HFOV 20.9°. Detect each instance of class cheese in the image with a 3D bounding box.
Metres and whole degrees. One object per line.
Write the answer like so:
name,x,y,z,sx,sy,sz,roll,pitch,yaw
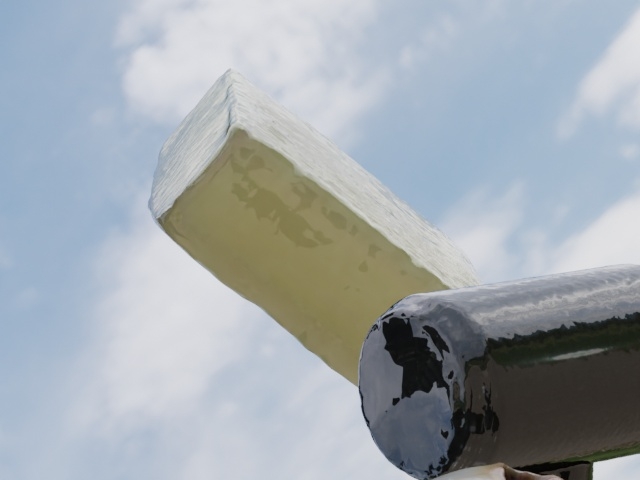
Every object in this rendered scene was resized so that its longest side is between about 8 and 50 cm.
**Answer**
cheese,0.000,0.000,1.385,0.124,0.265,0.242,-48,14,14

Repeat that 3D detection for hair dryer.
hair dryer,0.069,0.134,0.651,0.114,0.070,0.248,-5,-73,-34

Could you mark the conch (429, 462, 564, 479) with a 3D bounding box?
conch,-0.003,0.128,0.535,0.176,0.094,0.104,-22,-46,24
